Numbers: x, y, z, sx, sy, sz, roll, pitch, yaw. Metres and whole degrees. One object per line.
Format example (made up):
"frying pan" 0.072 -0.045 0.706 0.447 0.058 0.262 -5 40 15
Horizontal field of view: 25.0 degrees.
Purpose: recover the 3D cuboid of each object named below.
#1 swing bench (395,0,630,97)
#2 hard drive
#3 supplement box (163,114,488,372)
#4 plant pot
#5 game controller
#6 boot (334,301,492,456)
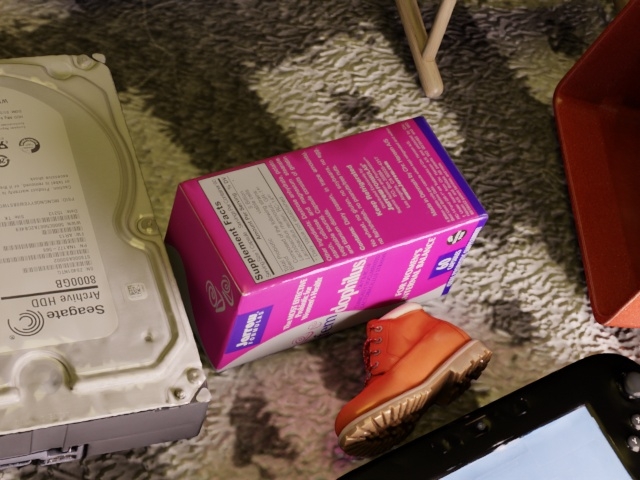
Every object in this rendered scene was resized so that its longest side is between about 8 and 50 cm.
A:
"swing bench" 0.182 -0.290 1.354 0.253 0.165 0.255 -10 58 -21
"hard drive" -0.238 0.006 1.071 0.236 0.064 0.339 -7 57 -20
"supplement box" 0.000 0.000 1.113 0.220 0.111 0.114 -16 60 -26
"plant pot" 0.380 -0.078 1.208 0.235 0.267 0.267 15 50 -22
"game controller" 0.148 0.198 1.034 0.319 0.067 0.166 -22 62 -28
"boot" 0.051 0.102 1.089 0.084 0.059 0.158 41 45 20
